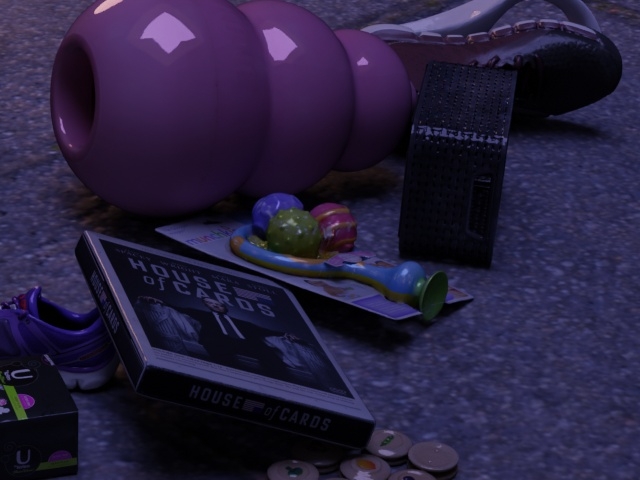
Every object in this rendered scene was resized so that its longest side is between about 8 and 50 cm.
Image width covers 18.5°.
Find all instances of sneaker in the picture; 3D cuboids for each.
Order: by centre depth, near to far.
[{"bbox_3d":[-0.233,0.065,1.460,0.170,0.071,0.068,2,27,-4],"label":"sneaker"},{"bbox_3d":[0.148,-0.134,1.895,0.281,0.106,0.162,-1,32,11],"label":"sneaker"}]

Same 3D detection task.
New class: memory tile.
[{"bbox_3d":[0.022,0.167,1.363,0.113,0.012,0.148,18,30,24],"label":"memory tile"}]

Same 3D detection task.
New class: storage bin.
[{"bbox_3d":[0.121,-0.072,1.724,0.084,0.122,0.180,7,27,5],"label":"storage bin"}]

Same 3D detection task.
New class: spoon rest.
[{"bbox_3d":[0.165,-0.224,2.054,0.276,0.084,0.137,-5,7,-23],"label":"spoon rest"}]

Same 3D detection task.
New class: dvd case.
[{"bbox_3d":[-0.076,0.069,1.443,0.179,0.030,0.239,16,18,-24],"label":"dvd case"}]

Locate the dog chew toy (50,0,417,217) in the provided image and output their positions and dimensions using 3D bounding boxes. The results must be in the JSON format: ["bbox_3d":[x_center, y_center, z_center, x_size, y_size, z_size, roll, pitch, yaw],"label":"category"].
[{"bbox_3d":[-0.064,-0.124,1.729,0.332,0.207,0.206,-2,27,-29],"label":"dog chew toy"}]

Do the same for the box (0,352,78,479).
[{"bbox_3d":[-0.208,0.124,1.370,0.062,0.052,0.083,-7,28,-21],"label":"box"}]

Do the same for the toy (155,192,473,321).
[{"bbox_3d":[0.000,0.000,1.619,0.237,0.056,0.137,24,18,27],"label":"toy"}]
